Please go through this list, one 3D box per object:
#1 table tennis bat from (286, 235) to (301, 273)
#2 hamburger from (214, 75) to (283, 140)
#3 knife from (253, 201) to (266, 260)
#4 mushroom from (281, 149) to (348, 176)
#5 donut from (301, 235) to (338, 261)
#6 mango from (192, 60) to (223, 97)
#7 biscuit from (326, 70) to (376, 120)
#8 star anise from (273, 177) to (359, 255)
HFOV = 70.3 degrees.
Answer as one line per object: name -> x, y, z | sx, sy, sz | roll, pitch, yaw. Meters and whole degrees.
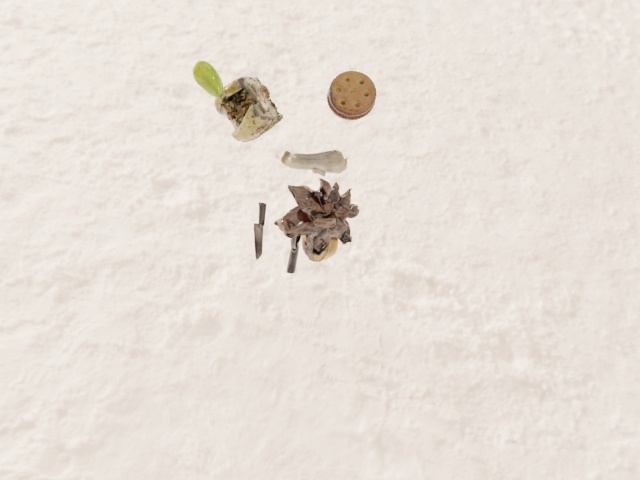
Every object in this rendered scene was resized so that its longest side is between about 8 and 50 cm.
table tennis bat -> -0.064, -0.013, 1.280 | 0.027, 0.237, 0.150 | 14, 24, 4
hamburger -> -0.248, -0.426, 1.519 | 0.168, 0.192, 0.288 | 52, 20, -7
knife -> -0.239, -0.036, 1.762 | 0.028, 0.060, 0.231 | 0, 85, 32
mushroom -> -0.026, -0.313, 1.794 | 0.277, 0.099, 0.096 | 5, 38, 16
donut -> 0.000, 0.000, 1.731 | 0.073, 0.184, 0.167 | 0, 82, -32
mango -> -0.314, -0.455, 1.284 | 0.108, 0.056, 0.073 | 60, 32, -20
biscuit -> 0.136, -0.630, 1.979 | 0.220, 0.066, 0.221 | 0, 76, -1
star anise -> -0.002, -0.051, 1.144 | 0.219, 0.215, 0.099 | -7, 33, -23
